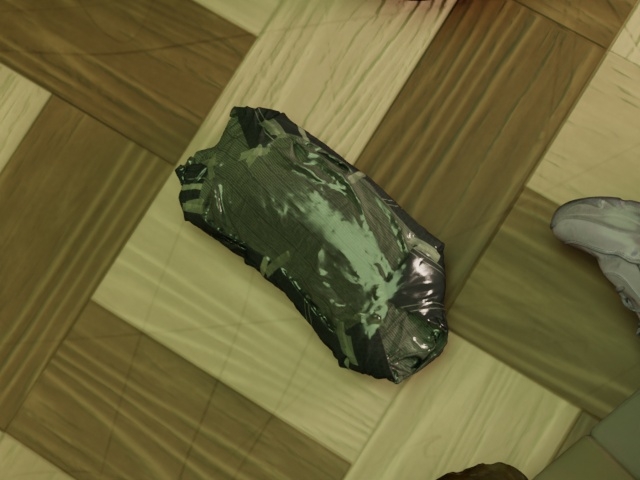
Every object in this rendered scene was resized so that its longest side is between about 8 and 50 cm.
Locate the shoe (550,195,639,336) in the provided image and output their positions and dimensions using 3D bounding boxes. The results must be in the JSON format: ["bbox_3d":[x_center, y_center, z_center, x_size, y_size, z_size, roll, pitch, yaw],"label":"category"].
[{"bbox_3d":[0.330,0.047,1.615,0.245,0.095,0.137,21,79,8],"label":"shoe"}]

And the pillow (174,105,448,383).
[{"bbox_3d":[0.000,0.000,1.687,0.335,0.092,0.161,41,93,15],"label":"pillow"}]

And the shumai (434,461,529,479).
[{"bbox_3d":[0.066,0.360,1.530,0.283,0.217,0.346,11,82,12],"label":"shumai"}]

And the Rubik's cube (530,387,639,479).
[{"bbox_3d":[0.410,0.297,1.346,0.344,0.347,0.346,-38,34,-3],"label":"Rubik's cube"}]
